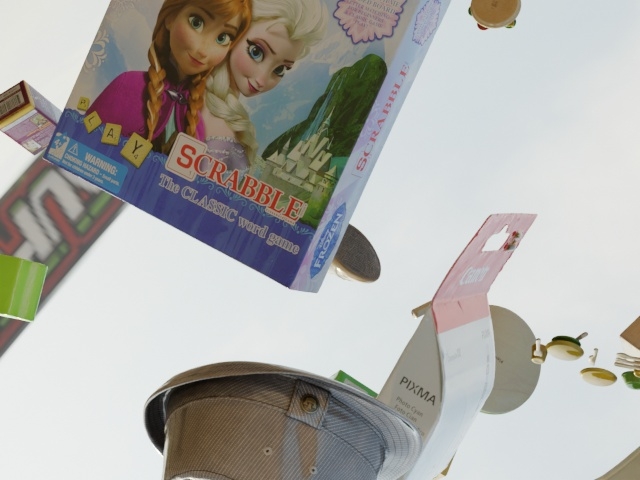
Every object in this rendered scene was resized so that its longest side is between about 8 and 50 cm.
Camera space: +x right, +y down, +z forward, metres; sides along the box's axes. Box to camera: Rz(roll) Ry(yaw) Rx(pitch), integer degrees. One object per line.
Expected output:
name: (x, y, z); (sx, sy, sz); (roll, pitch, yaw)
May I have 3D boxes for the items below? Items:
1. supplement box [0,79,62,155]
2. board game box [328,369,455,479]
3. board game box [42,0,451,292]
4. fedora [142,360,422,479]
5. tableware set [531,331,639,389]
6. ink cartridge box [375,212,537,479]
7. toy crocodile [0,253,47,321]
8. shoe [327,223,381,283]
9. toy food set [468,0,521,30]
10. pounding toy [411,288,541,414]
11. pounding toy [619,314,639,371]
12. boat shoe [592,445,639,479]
supplement box: (-0.345, -0.145, 1.524); (0.055, 0.083, 0.043); (-29, -120, 9)
board game box: (0.049, 0.354, 2.199); (0.316, 0.242, 0.064); (-42, -163, 54)
board game box: (-0.078, -0.158, 1.247); (0.319, 0.066, 0.318); (26, -85, 24)
fedora: (-0.044, 0.229, 1.227); (0.244, 0.275, 0.124); (-38, -148, 42)
tableware set: (0.343, 0.151, 1.630); (0.154, 0.104, 0.024); (9, -121, 11)
ink cartridge box: (0.185, 0.148, 1.665); (0.385, 0.091, 0.308); (-60, 163, 11)
toy crocodile: (-0.439, 0.034, 1.361); (0.341, 0.105, 0.115); (4, -101, 19)
shoe: (0.000, 0.000, 1.909); (0.058, 0.219, 0.076); (-20, -135, 48)
toy food set: (0.276, -0.371, 2.043); (0.083, 0.020, 0.082); (7, -105, 14)
pounding toy: (0.254, 0.184, 2.183); (0.183, 0.236, 0.110); (-31, -179, -25)
pounding toy: (0.526, 0.132, 1.763); (0.206, 0.181, 0.094); (-41, -130, -10)
boat shoe: (0.449, 0.330, 1.693); (0.319, 0.099, 0.116); (-31, -121, 12)
